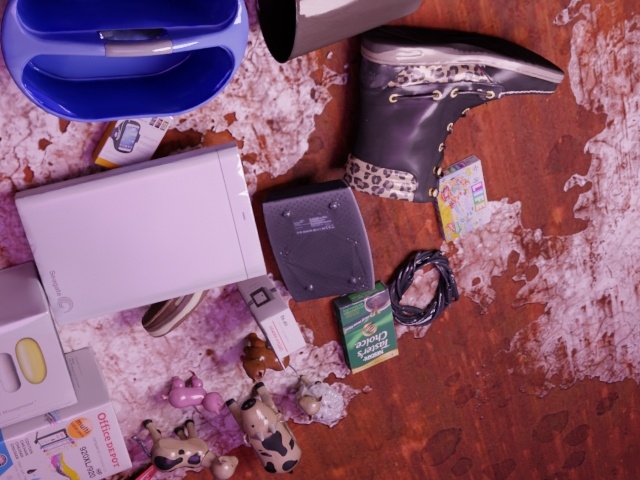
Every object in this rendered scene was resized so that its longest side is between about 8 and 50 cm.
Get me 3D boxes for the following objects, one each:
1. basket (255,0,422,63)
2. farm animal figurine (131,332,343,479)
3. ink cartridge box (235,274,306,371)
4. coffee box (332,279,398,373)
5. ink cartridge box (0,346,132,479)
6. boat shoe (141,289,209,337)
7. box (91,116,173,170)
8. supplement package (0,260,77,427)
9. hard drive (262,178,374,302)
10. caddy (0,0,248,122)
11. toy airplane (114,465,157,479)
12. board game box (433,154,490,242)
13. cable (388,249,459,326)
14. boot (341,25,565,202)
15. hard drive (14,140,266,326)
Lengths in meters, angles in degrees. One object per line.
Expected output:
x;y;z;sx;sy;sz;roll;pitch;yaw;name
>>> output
0.031;-0.391;1.430;0.227;0.154;0.204;-17;129;-21;basket
-0.141;0.364;1.818;0.330;0.172;0.327;-43;130;4;farm animal figurine
-0.085;0.140;1.694;0.060;0.180;0.104;-29;130;-8;ink cartridge box
0.094;0.177;1.901;0.113;0.040;0.184;-21;128;-14;coffee box
-0.471;0.326;1.626;0.233;0.168;0.171;-19;126;-17;ink cartridge box
-0.234;0.050;1.629;0.095;0.095;0.257;41;91;-25;boat shoe
-0.293;-0.170;1.484;0.081;0.028;0.136;23;106;-36;box
-0.521;0.178;1.516;0.194;0.149;0.203;-18;128;-16;supplement package
0.000;0.000;1.692;0.172;0.054;0.254;-10;132;7;hard drive
-0.273;-0.294;1.314;0.341;0.179;0.241;-8;123;-22;caddy
-0.357;0.503;1.892;0.151;0.028;0.151;-13;127;-18;toy airplane
0.272;-0.080;1.832;0.103;0.026;0.154;-26;129;-10;board game box
0.203;0.095;1.908;0.151;0.047;0.184;-25;131;-4;cable
0.221;-0.214;1.646;0.378;0.138;0.284;1;119;-23;boot
-0.283;-0.009;1.519;0.353;0.047;0.233;-14;115;-6;hard drive
